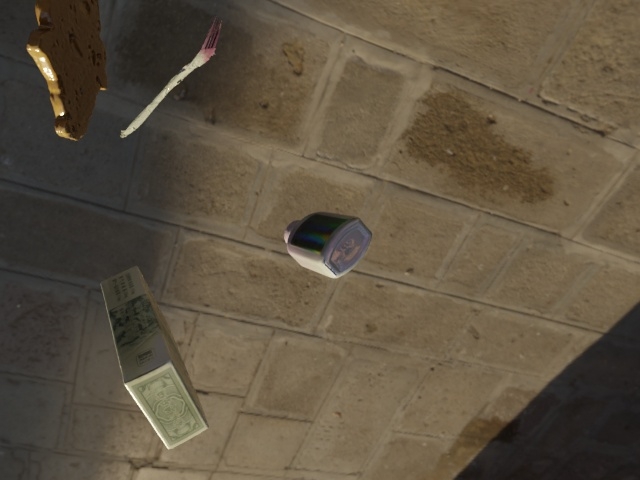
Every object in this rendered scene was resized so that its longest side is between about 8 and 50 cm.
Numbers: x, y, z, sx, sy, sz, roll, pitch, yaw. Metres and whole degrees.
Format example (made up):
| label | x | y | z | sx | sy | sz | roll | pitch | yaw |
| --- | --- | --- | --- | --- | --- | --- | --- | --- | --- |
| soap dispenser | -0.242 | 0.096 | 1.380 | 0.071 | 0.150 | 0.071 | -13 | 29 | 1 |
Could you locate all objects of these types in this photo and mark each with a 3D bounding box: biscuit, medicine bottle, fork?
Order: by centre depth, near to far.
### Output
| label | x | y | z | sx | sy | sz | roll | pitch | yaw |
| --- | --- | --- | --- | --- | --- | --- | --- | --- | --- |
| fork | -0.107 | -0.112 | 0.352 | 0.115 | 0.016 | 0.012 | -42 | 77 | 16 |
| biscuit | -0.317 | -0.252 | 0.625 | 0.035 | 0.162 | 0.251 | 4 | 83 | -2 |
| medicine bottle | 0.000 | 0.000 | 0.951 | 0.078 | 0.219 | 0.115 | 45 | 76 | -25 |

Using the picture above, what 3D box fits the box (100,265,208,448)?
| label | x | y | z | sx | sy | sz | roll | pitch | yaw |
| --- | --- | --- | --- | --- | --- | --- | --- | --- | --- |
| box | -0.269 | 0.176 | 0.782 | 0.069 | 0.256 | 0.164 | -25 | 128 | -16 |
